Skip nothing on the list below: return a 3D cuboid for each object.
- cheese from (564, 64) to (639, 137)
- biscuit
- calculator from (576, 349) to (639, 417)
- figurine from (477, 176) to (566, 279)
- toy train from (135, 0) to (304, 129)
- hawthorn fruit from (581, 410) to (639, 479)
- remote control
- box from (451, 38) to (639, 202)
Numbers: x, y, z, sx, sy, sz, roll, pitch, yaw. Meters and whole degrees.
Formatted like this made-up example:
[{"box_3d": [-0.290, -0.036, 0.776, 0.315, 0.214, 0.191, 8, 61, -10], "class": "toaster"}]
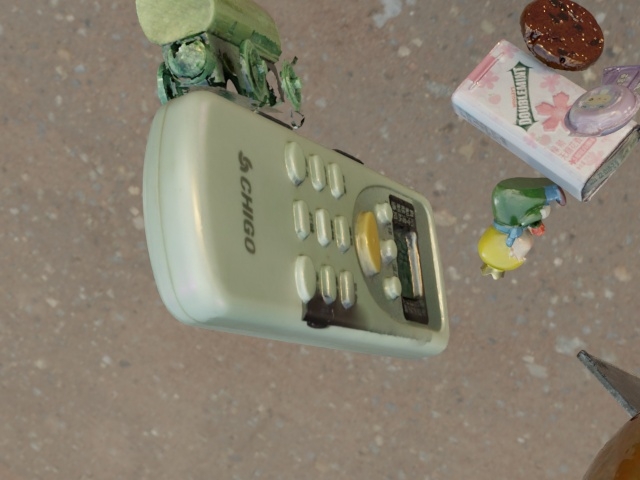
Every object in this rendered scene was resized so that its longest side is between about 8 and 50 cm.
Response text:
[{"box_3d": [0.416, -0.202, 1.242, 0.105, 0.191, 0.042, 6, 132, 42], "class": "cheese"}, {"box_3d": [0.508, -0.437, 1.821, 0.192, 0.192, 0.049, 36, 151, -1], "class": "biscuit"}, {"box_3d": [0.508, 0.251, 1.325, 0.261, 0.161, 0.021, 25, 110, -35], "class": "calculator"}, {"box_3d": [0.451, -0.024, 1.945, 0.127, 0.185, 0.234, -144, 49, -58], "class": "figurine"}, {"box_3d": [-0.102, -0.227, 1.011, 0.126, 0.307, 0.190, -3, 92, 14], "class": "toy train"}, {"box_3d": [0.313, 0.231, 0.620, 0.267, 0.301, 0.268, 15, 133, 17], "class": "hawthorn fruit"}, {"box_3d": [0.000, 0.000, 0.573, 0.056, 0.140, 0.296, -17, 160, 30], "class": "remote control"}, {"box_3d": [0.475, -0.253, 1.821, 0.369, 0.190, 0.112, 42, 179, 25], "class": "box"}]
